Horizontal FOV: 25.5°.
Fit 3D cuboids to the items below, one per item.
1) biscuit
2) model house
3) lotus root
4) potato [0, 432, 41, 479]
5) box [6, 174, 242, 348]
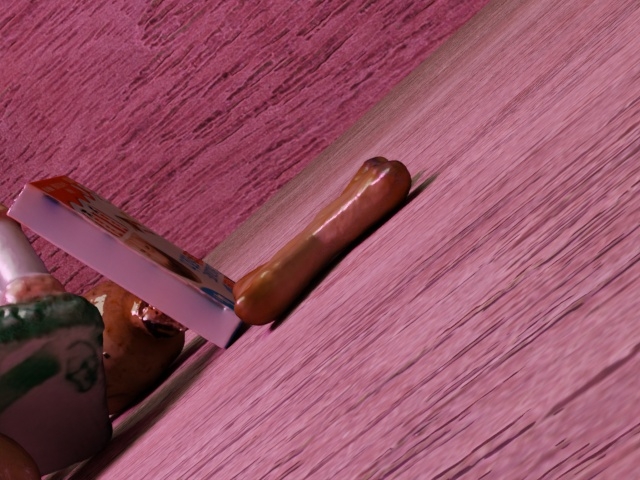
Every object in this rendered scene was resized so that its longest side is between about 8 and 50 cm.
[{"bbox_3d":[0.000,0.000,1.346,0.208,0.047,0.164,-43,4,0],"label":"biscuit"},{"bbox_3d":[-0.381,0.075,1.544,0.194,0.325,0.267,-21,-36,-23],"label":"model house"},{"bbox_3d":[-0.257,0.132,1.743,0.257,0.140,0.154,-47,-5,37],"label":"lotus root"},{"bbox_3d":[-0.356,0.263,1.347,0.174,0.159,0.251,-10,5,22],"label":"potato"},{"bbox_3d":[-0.202,0.017,1.561,0.048,0.265,0.273,-57,5,2],"label":"box"}]
